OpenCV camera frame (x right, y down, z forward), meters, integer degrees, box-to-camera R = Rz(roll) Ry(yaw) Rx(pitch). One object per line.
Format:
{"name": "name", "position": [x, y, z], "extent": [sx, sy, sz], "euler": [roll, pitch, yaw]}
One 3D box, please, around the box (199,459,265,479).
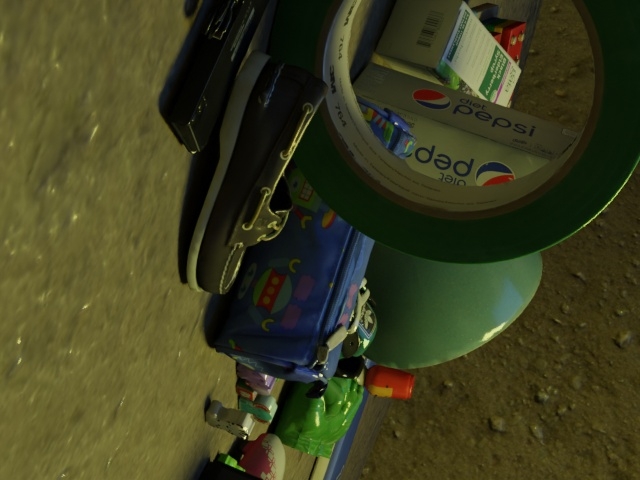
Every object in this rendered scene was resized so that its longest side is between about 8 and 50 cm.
{"name": "box", "position": [-0.050, 0.421, 1.182], "extent": [0.073, 0.293, 0.295], "euler": [96, 18, -50]}

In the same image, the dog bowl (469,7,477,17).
{"name": "dog bowl", "position": [0.158, -0.221, 1.632], "extent": [0.166, 0.074, 0.297], "euler": [-45, 154, -66]}

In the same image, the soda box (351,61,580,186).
{"name": "soda box", "position": [0.168, -0.112, 1.305], "extent": [0.091, 0.286, 0.098], "euler": [-58, 165, -52]}

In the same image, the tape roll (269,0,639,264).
{"name": "tape roll", "position": [0.118, -0.141, 0.919], "extent": [0.077, 0.321, 0.321], "euler": [-48, 156, -62]}

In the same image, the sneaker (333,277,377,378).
{"name": "sneaker", "position": [0.018, 0.065, 1.328], "extent": [0.302, 0.121, 0.108], "euler": [95, 18, -53]}

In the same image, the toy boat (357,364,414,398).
{"name": "toy boat", "position": [0.104, 0.131, 1.892], "extent": [0.267, 0.148, 0.318], "euler": [-58, 158, -65]}

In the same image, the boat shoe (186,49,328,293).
{"name": "boat shoe", "position": [-0.054, -0.040, 0.889], "extent": [0.081, 0.069, 0.227], "euler": [-67, 177, -55]}

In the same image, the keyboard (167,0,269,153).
{"name": "keyboard", "position": [-0.065, -0.157, 0.786], "extent": [0.108, 0.023, 0.180], "euler": [90, 21, -78]}

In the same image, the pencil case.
{"name": "pencil case", "position": [0.000, 0.000, 1.107], "extent": [0.119, 0.133, 0.306], "euler": [27, 81, -46]}

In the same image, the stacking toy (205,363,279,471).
{"name": "stacking toy", "position": [-0.070, 0.177, 1.284], "extent": [0.221, 0.052, 0.167], "euler": [94, 20, -58]}

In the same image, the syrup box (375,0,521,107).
{"name": "syrup box", "position": [0.172, -0.232, 1.430], "extent": [0.237, 0.096, 0.093], "euler": [26, 86, -58]}

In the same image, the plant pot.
{"name": "plant pot", "position": [0.131, 0.005, 1.506], "extent": [0.195, 0.290, 0.290], "euler": [58, 42, -29]}

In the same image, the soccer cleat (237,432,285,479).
{"name": "soccer cleat", "position": [-0.089, 0.391, 1.333], "extent": [0.116, 0.143, 0.331], "euler": [97, 17, -50]}

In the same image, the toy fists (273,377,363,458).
{"name": "toy fists", "position": [0.004, 0.257, 1.683], "extent": [0.279, 0.096, 0.142], "euler": [55, 54, -75]}

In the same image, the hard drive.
{"name": "hard drive", "position": [0.055, 0.364, 2.268], "extent": [0.210, 0.040, 0.318], "euler": [-23, 132, -76]}

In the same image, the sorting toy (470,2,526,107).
{"name": "sorting toy", "position": [0.265, -0.258, 1.875], "extent": [0.257, 0.089, 0.255], "euler": [-34, 136, -59]}
